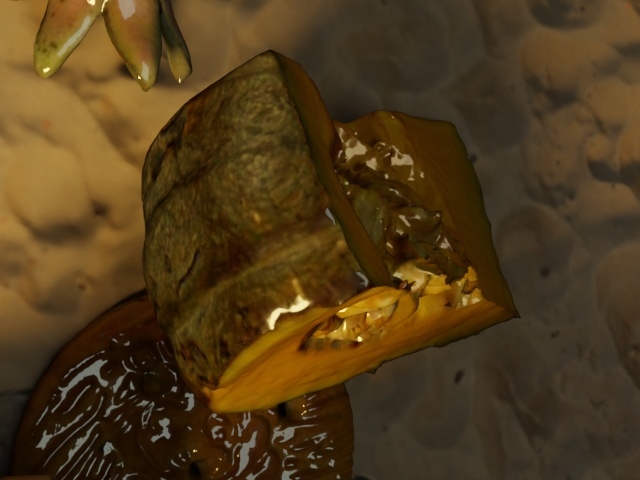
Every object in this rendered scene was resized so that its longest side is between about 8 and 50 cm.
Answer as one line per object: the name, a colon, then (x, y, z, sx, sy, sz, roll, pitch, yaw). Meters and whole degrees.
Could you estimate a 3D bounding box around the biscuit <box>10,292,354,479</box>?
biscuit: (-0.062, 0.114, 0.575, 0.187, 0.027, 0.188, -2, 95, -30)

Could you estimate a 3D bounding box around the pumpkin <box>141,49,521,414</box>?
pumpkin: (0.000, 0.002, 0.546, 0.248, 0.126, 0.131, 13, 47, -61)

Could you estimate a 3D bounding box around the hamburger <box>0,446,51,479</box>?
hamburger: (-0.175, 0.160, 0.441, 0.136, 0.175, 0.175, 4, 92, -18)

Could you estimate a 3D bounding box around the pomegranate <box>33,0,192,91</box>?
pomegranate: (-0.081, -0.167, 0.487, 0.152, 0.131, 0.191, -18, 127, -44)
